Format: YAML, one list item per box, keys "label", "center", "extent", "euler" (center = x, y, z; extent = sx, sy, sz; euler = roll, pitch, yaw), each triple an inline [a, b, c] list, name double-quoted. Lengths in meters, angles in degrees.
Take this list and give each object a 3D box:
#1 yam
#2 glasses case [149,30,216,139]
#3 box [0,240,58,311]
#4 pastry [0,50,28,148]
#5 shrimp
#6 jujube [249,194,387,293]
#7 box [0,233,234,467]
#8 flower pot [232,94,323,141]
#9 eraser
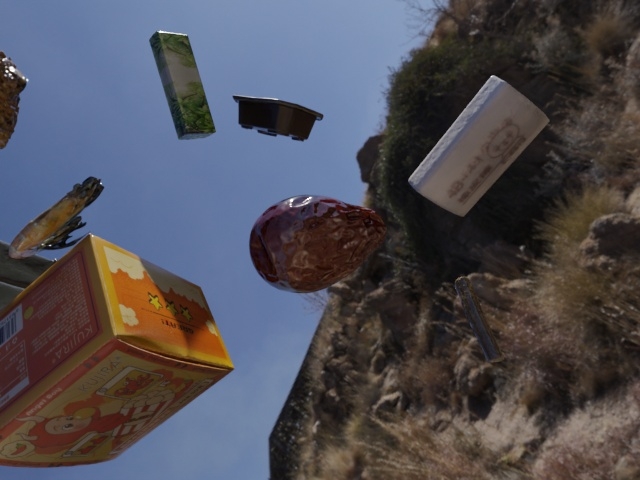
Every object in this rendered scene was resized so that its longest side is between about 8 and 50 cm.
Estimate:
- label: "yam"
  center: [0.254, 0.126, 0.726]
  extent: [0.032, 0.145, 0.032]
  euler: [-10, -34, -7]
- label: "glasses case"
  center: [-0.368, -0.408, 1.193]
  extent: [0.095, 0.062, 0.272]
  euler: [-17, -88, -46]
- label: "box"
  center: [-0.865, 0.193, 1.133]
  extent: [0.345, 0.251, 0.204]
  euler: [-31, -33, 12]
- label: "pastry"
  center: [-0.619, -0.217, 0.755]
  extent: [0.275, 0.275, 0.193]
  euler: [-50, -36, -18]
- label: "shrimp"
  center: [-0.471, -0.037, 0.837]
  extent: [0.219, 0.046, 0.152]
  euler: [-41, 0, 5]
- label: "jujube"
  center: [0.000, 0.000, 0.757]
  extent: [0.237, 0.168, 0.168]
  euler: [-14, -45, -32]
- label: "box"
  center: [-0.347, 0.190, 0.722]
  extent: [0.284, 0.213, 0.259]
  euler: [-38, -37, 8]
- label: "flower pot"
  center: [-0.125, -0.332, 1.240]
  extent: [0.179, 0.251, 0.084]
  euler: [2, -77, -51]
- label: "eraser"
  center: [0.335, -0.191, 0.959]
  extent: [0.174, 0.094, 0.270]
  euler: [21, -61, -34]
